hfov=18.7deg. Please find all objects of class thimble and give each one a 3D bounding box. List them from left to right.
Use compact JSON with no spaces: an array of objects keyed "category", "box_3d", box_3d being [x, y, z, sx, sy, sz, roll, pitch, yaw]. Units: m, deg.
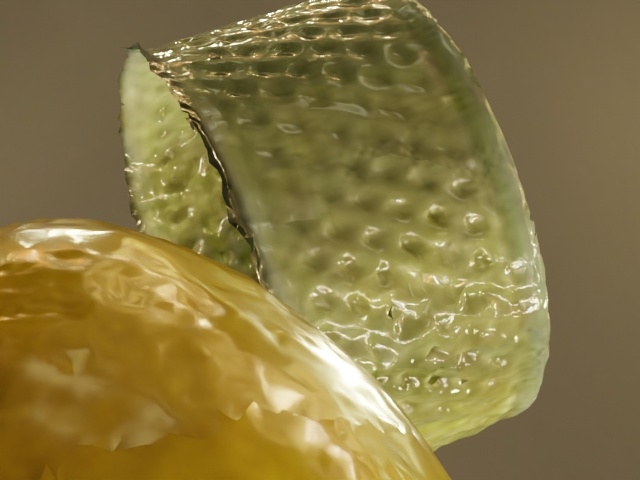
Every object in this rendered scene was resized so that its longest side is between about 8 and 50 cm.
[{"category":"thimble","box_3d":[0.000,0.000,1.051,0.150,0.271,0.271,-20,-129,-16]}]

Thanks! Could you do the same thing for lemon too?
[{"category":"lemon","box_3d":[-0.078,0.141,0.546,0.297,0.297,0.297,-4,-129,5]}]
